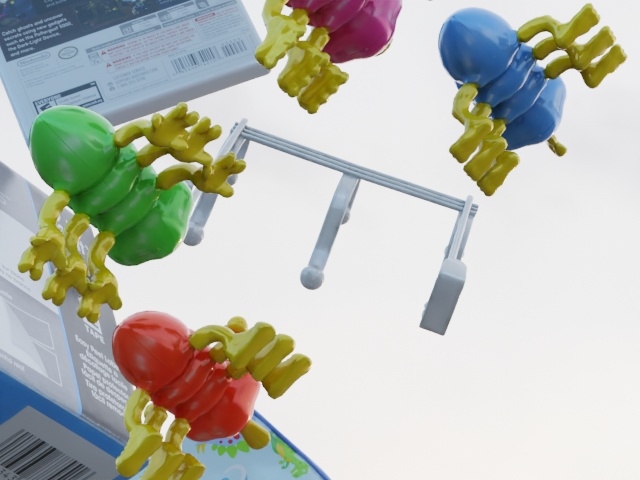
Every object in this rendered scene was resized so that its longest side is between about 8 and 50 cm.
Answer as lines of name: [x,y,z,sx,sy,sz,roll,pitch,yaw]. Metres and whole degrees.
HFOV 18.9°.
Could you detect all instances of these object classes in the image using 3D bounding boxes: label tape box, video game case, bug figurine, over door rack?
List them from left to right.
label tape box: [-0.257,0.002,1.314,0.106,0.334,0.240,-33,-41,15]
video game case: [-0.155,-0.163,1.444,0.190,0.173,0.022,-20,-31,-10]
bug figurine: [-0.010,-0.030,0.799,0.072,0.279,0.216,45,-3,42]
over door rack: [0.000,0.000,1.573,0.239,0.108,0.324,18,13,3]

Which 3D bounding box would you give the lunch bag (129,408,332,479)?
lunch bag: [-0.093,0.258,1.618,0.176,0.219,0.090,38,-18,28]
